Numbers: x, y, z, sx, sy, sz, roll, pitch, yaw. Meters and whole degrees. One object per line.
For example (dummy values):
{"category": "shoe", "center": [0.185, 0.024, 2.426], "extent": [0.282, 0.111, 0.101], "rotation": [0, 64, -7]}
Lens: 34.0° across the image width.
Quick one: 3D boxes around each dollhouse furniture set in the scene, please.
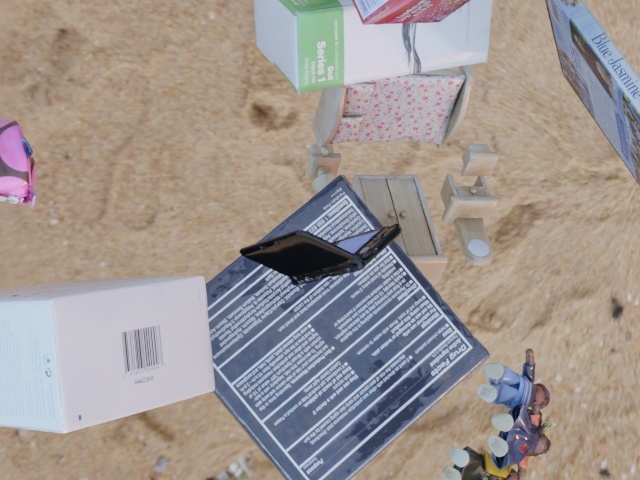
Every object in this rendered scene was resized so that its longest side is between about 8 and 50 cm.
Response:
{"category": "dollhouse furniture set", "center": [0.155, -0.120, 1.447], "extent": [0.303, 0.355, 0.174], "rotation": [-1, 51, -15]}

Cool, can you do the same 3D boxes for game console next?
{"category": "game console", "center": [0.000, 0.000, 1.042], "extent": [0.122, 0.107, 0.071], "rotation": [-16, 111, 54]}

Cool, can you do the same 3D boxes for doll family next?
{"category": "doll family", "center": [0.180, 0.201, 1.017], "extent": [0.076, 0.111, 0.193], "rotation": [29, 95, 46]}

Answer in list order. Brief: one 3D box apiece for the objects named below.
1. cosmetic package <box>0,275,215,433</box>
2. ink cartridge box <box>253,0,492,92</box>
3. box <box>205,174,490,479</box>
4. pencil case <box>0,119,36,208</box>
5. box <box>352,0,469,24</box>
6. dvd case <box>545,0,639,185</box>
{"category": "cosmetic package", "center": [-0.276, 0.116, 1.148], "extent": [0.224, 0.224, 0.138], "rotation": [-5, 91, 35]}
{"category": "ink cartridge box", "center": [0.054, -0.242, 1.127], "extent": [0.219, 0.160, 0.093], "rotation": [-11, 122, -16]}
{"category": "box", "center": [-0.002, 0.130, 1.345], "extent": [0.296, 0.183, 0.294], "rotation": [-39, 88, -10]}
{"category": "pencil case", "center": [-0.388, -0.062, 1.030], "extent": [0.209, 0.095, 0.098], "rotation": [-11, 69, -16]}
{"category": "box", "center": [0.133, -0.305, 0.911], "extent": [0.257, 0.122, 0.128], "rotation": [-30, 79, 44]}
{"category": "dvd case", "center": [0.289, -0.121, 0.999], "extent": [0.022, 0.180, 0.253], "rotation": [-30, 61, 6]}
